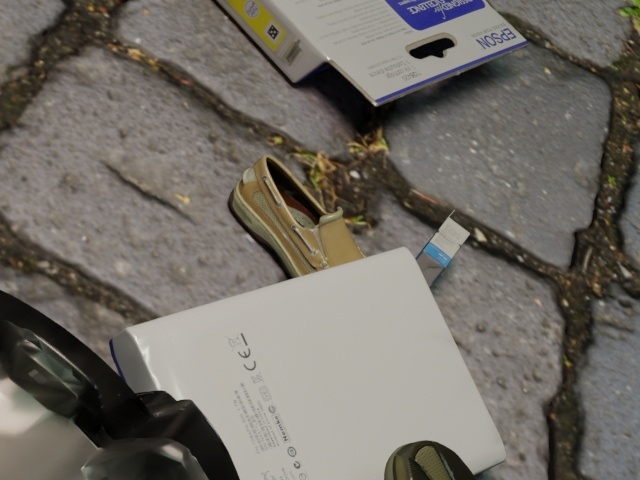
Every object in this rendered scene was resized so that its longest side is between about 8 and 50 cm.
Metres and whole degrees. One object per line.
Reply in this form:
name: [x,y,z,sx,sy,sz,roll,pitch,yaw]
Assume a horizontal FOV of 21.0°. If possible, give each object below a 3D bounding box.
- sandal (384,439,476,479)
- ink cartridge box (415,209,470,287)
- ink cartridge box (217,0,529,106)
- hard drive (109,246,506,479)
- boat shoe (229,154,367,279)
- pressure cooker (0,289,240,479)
sandal: [0.094,0.306,1.323,0.120,0.086,0.303,20,53,-49]
ink cartridge box: [0.113,0.011,1.655,0.028,0.048,0.083,38,40,2]
ink cartridge box: [0.031,-0.267,1.857,0.307,0.072,0.303,50,40,13]
hard drive: [-0.002,0.135,1.426,0.318,0.040,0.210,-15,76,-43]
boat shoe: [0.000,0.000,1.566,0.190,0.072,0.068,42,38,5]
pressure cooker: [-0.251,0.213,0.905,0.370,0.375,0.420,25,34,11]
